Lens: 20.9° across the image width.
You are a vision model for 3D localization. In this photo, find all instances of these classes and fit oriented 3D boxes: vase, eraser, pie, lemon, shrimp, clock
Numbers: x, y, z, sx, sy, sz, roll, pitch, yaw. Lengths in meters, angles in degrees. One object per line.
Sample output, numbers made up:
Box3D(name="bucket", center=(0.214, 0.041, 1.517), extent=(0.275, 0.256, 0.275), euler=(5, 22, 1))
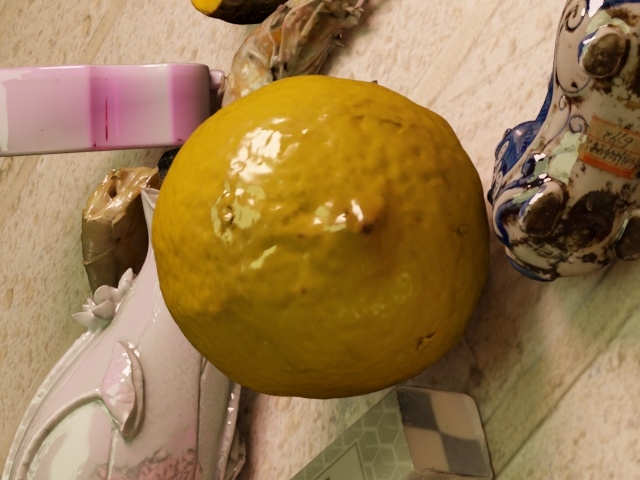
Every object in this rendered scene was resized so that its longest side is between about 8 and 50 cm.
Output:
Box3D(name="vase", center=(-0.185, 0.165, 1.914), extent=(0.250, 0.250, 0.445), euler=(25, 94, 58))
Box3D(name="eraser", center=(0.005, 0.283, 1.694), extent=(0.404, 0.096, 0.098), euler=(-46, 44, 38))
Box3D(name="pie", center=(-0.227, 0.004, 2.054), extent=(0.068, 0.128, 0.282), euler=(36, 157, 18))
Box3D(name="lemon", center=(0.001, 0.000, 1.611), extent=(0.336, 0.336, 0.336), euler=(-28, 56, 50))
Box3D(name="shrimp", center=(-0.015, -0.166, 1.925), extent=(0.360, 0.085, 0.247), euler=(-59, 45, 32))
Box3D(name="clock", center=(-0.280, -0.158, 2.121), extent=(0.338, 0.339, 0.102), euler=(2, 96, 58))

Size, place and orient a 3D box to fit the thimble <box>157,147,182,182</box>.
Box3D(name="thimble", center=(-0.155, -0.065, 2.088), extent=(0.104, 0.095, 0.066), euler=(95, -174, -69))

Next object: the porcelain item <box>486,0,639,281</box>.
Box3D(name="porcelain item", center=(0.235, -0.105, 1.470), extent=(0.186, 0.138, 0.288), euler=(-106, 35, -64))

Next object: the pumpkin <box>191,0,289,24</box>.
Box3D(name="pumpkin", center=(-0.073, -0.408, 2.043), extent=(0.222, 0.139, 0.317), euler=(-46, 41, 43))
